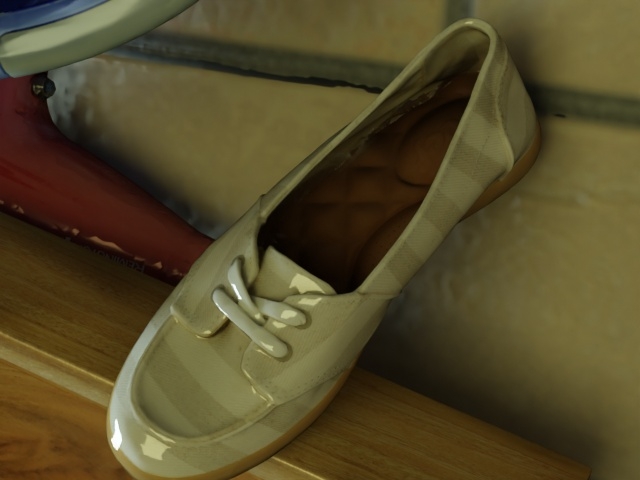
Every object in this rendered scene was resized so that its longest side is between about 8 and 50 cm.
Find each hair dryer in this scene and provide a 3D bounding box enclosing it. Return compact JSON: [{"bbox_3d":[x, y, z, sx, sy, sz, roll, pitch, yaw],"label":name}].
[{"bbox_3d":[-0.140,-0.084,0.808,0.223,0.080,0.293,-35,84,29],"label":"hair dryer"}]

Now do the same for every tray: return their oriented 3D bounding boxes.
[{"bbox_3d":[-0.109,0.102,0.782,0.411,0.076,0.203,23,128,16],"label":"tray"}]

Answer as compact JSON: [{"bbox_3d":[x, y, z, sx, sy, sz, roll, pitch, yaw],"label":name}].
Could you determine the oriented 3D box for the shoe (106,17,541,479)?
[{"bbox_3d":[0.000,0.000,0.683,0.076,0.219,0.058,33,155,25],"label":"shoe"}]

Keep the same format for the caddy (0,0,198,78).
[{"bbox_3d":[-0.101,-0.151,0.661,0.341,0.241,0.179,-25,81,7],"label":"caddy"}]
